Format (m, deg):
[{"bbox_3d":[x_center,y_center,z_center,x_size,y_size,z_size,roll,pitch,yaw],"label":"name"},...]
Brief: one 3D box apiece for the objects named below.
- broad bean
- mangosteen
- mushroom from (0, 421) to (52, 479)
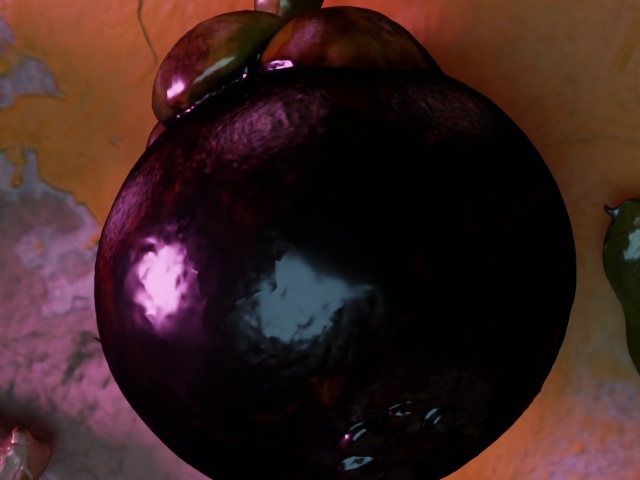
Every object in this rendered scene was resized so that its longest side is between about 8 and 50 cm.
[{"bbox_3d":[0.235,0.088,1.180,0.052,0.053,0.256,-25,104,-22],"label":"broad bean"},{"bbox_3d":[-0.007,0.012,1.092,0.313,0.297,0.297,35,113,33],"label":"mangosteen"},{"bbox_3d":[-0.330,0.139,1.274,0.278,0.096,0.099,6,126,-2],"label":"mushroom"}]
